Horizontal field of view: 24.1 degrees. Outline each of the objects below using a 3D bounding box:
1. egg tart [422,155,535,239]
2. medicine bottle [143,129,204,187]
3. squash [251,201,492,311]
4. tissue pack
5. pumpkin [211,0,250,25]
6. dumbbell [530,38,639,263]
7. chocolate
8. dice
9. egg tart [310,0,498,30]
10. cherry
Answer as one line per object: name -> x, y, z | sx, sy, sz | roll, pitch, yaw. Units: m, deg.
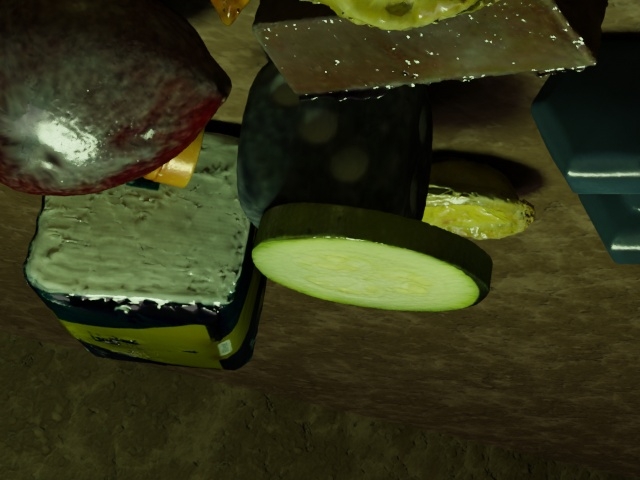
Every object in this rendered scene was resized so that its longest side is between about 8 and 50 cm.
egg tart -> 0.173, -0.052, 1.861 | 0.191, 0.074, 0.191 | 7, 164, 2
medicine bottle -> -0.252, -0.134, 1.729 | 0.222, 0.112, 0.149 | 13, 163, -15
squash -> 0.054, 0.019, 1.563 | 0.252, 0.049, 0.252 | 10, 163, 3
tissue pack -> -0.211, 0.017, 1.990 | 0.264, 0.253, 0.416 | 8, 166, 2
pumpkin -> -0.062, -0.279, 1.153 | 0.258, 0.095, 0.290 | 19, 155, -41
dumbbell -> 0.323, -0.083, 1.546 | 0.144, 0.160, 0.325 | -28, 155, 11
chocolate -> 0.086, -0.205, 1.325 | 0.321, 0.112, 0.112 | -2, 153, 34
dice -> 0.019, -0.091, 1.611 | 0.182, 0.183, 0.181 | 6, 166, 13
egg tart -> 0.079, -0.233, 1.105 | 0.279, 0.095, 0.279 | -14, 159, -5
cherry -> -0.235, -0.154, 1.468 | 0.300, 0.203, 0.230 | 1, 124, 2
